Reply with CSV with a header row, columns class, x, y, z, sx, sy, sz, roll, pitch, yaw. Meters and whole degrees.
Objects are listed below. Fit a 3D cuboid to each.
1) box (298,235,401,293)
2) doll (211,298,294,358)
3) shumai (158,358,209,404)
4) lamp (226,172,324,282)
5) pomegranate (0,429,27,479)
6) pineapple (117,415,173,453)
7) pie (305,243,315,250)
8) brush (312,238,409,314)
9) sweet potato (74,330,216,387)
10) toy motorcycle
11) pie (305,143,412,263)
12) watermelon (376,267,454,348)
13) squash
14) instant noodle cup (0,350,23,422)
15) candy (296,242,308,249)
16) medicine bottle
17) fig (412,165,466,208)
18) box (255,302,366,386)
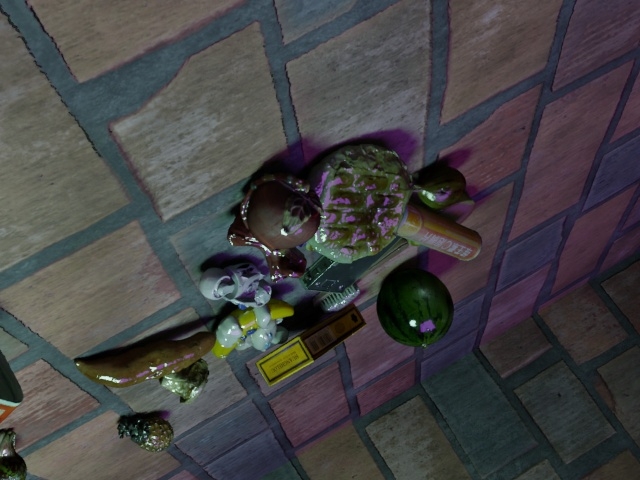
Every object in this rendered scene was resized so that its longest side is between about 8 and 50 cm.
class,x,y,z,sx,sy,sz,roll,pitch,yaw
box,0.088,0.043,2.167,0.270,0.045,0.210,-44,152,20
doll,-0.173,0.234,2.133,0.237,0.111,0.252,-23,153,-25
shumai,-0.368,0.360,2.152,0.116,0.146,0.145,28,124,-20
lamp,-0.073,-0.039,1.682,0.223,0.215,0.151,-34,-163,52
pomegranate,-0.778,0.547,1.989,0.163,0.138,0.125,-61,148,-13
pineapple,-0.512,0.549,2.340,0.108,0.108,0.197,-39,143,12
pie,-0.001,0.001,2.021,0.084,0.021,0.084,-26,154,-14
brush,0.123,0.109,2.320,0.327,0.065,0.070,-36,153,4
sweet potato,-0.420,0.297,1.978,0.354,0.095,0.106,-9,122,-28
toy motorcycle,-0.191,0.100,1.908,0.112,0.112,0.254,-40,155,14
pie,0.084,-0.080,1.806,0.306,0.071,0.307,-17,129,-21
watermelon,0.287,0.206,2.473,0.242,0.242,0.242,-26,155,-14
squash,0.340,-0.057,2.295,0.219,0.041,0.219,-26,155,-13
instant noodle cup,-0.731,0.307,1.460,0.308,0.294,0.294,-40,155,0
candy,0.050,-0.085,1.877,0.312,0.061,0.088,-29,152,-9
medicine bottle,0.290,-0.031,2.136,0.108,0.108,0.426,-44,146,23
fig,0.288,-0.134,2.030,0.154,0.103,0.109,4,101,-37
box,-0.023,0.295,2.331,0.192,0.084,0.301,-34,175,35
